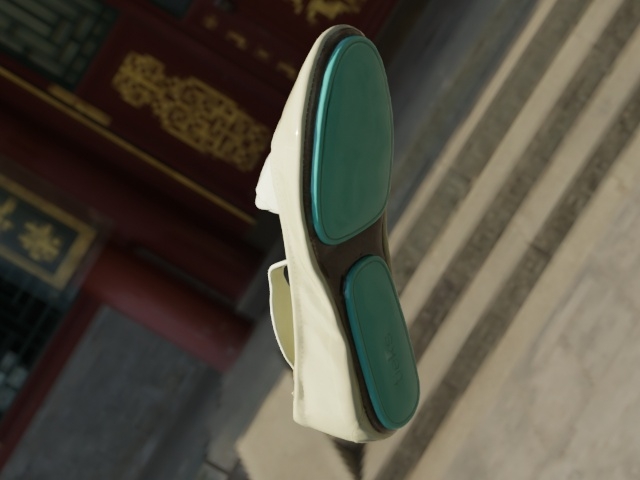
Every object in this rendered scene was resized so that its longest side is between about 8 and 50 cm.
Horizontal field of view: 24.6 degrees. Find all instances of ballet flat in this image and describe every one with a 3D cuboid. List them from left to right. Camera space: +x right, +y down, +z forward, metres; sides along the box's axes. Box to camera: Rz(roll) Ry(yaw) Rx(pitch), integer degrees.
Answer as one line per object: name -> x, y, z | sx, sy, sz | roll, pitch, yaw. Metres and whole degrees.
ballet flat -> 0.000, 0.000, 0.848 | 0.086, 0.086, 0.248 | -87, -9, -75
